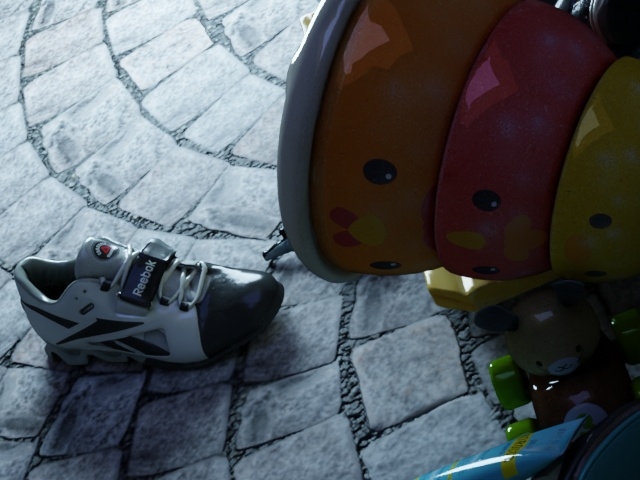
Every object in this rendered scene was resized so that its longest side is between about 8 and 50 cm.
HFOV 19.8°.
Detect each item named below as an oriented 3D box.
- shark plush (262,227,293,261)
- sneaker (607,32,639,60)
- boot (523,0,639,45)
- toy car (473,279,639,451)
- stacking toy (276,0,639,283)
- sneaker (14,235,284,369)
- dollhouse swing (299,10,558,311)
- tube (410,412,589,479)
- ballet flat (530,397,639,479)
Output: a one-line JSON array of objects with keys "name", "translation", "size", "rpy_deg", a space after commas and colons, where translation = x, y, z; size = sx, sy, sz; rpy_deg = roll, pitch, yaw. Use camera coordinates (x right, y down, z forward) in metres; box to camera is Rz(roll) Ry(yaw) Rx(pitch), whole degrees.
[{"name": "shark plush", "translation": [0.000, 0.000, 2.067], "size": [0.161, 0.073, 0.067], "rpy_deg": [-8, 73, 20]}, {"name": "sneaker", "translation": [0.350, -0.120, 1.793], "size": [0.110, 0.122, 0.283], "rpy_deg": [-35, 46, -16]}, {"name": "boot", "translation": [0.266, -0.284, 1.868], "size": [0.178, 0.085, 0.236], "rpy_deg": [-2, 46, 40]}, {"name": "toy car", "translation": [0.219, 0.103, 1.681], "size": [0.155, 0.188, 0.149], "rpy_deg": [-22, 48, 12]}, {"name": "stacking toy", "translation": [0.230, -0.077, 1.667], "size": [0.480, 0.350, 0.350], "rpy_deg": [17, 56, 23]}, {"name": "sneaker", "translation": [-0.205, 0.060, 2.063], "size": [0.330, 0.146, 0.122], "rpy_deg": [-7, 42, 26]}, {"name": "dollhouse swing", "translation": [0.188, -0.152, 1.936], "size": [0.347, 0.315, 0.305], "rpy_deg": [-23, 19, 9]}, {"name": "tube", "translation": [0.152, 0.215, 1.669], "size": [0.207, 0.052, 0.080], "rpy_deg": [-30, 11, 33]}, {"name": "ballet flat", "translation": [0.216, 0.249, 1.614], "size": [0.096, 0.095, 0.280], "rpy_deg": [-3, 44, 48]}]
